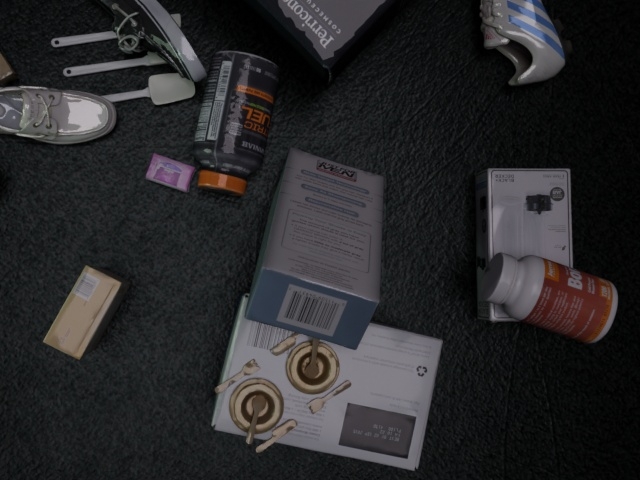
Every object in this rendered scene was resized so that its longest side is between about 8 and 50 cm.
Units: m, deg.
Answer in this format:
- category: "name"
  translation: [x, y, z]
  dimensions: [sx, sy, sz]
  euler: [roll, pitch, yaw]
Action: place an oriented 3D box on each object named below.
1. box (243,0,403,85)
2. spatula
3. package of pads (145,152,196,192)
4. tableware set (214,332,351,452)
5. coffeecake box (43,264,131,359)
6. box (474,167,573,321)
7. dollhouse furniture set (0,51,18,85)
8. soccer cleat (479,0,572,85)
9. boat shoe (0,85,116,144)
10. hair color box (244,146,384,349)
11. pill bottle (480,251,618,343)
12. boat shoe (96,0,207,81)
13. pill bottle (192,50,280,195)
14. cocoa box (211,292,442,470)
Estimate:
- category: "box"
  translation: [0.009, -0.610, 1.415]
  dimensions: [0.480, 0.297, 0.472]
  euler: [44, 95, -3]
- category: "spatula"
  translation: [-0.365, -0.324, 1.523]
  dimensions: [0.242, 0.019, 0.168]
  euler: [-11, 89, -8]
- category: "package of pads"
  translation: [-0.276, -0.124, 1.518]
  dimensions: [0.083, 0.032, 0.050]
  euler: [19, 84, -6]
- category: "tableware set"
  translation: [-0.056, 0.232, 1.295]
  dimensions: [0.194, 0.039, 0.128]
  euler: [-34, 92, -7]
- category: "coffeecake box"
  translation: [-0.395, 0.120, 1.413]
  dimensions: [0.068, 0.185, 0.142]
  euler: [28, 84, -6]
- category: "box"
  translation: [0.387, 0.010, 1.571]
  dimensions: [0.169, 0.087, 0.289]
  euler: [-1, 87, -8]
- category: "dollhouse furniture set"
  translation: [-0.633, -0.351, 1.417]
  dimensions: [0.101, 0.161, 0.181]
  euler: [-32, 91, -8]
- category: "soccer cleat"
  translation: [0.355, -0.452, 1.575]
  dimensions: [0.143, 0.116, 0.331]
  euler: [-28, 91, -8]
- category: "boat shoe"
  translation: [-0.507, -0.224, 1.456]
  dimensions: [0.277, 0.096, 0.098]
  euler: [0, 90, -6]
- category: "hair color box"
  translation: [0.000, 0.000, 1.387]
  dimensions: [0.186, 0.374, 0.113]
  euler: [17, 125, -6]
- category: "pill bottle"
  translation: [0.403, 0.097, 1.463]
  dimensions: [0.216, 0.121, 0.121]
  euler: [19, 85, -7]
- category: "boat shoe"
  translation: [-0.326, -0.385, 1.472]
  dimensions: [0.105, 0.113, 0.306]
  euler: [-39, 84, -5]
- category: "pill bottle"
  translation: [-0.157, -0.207, 1.489]
  dimensions: [0.131, 0.130, 0.245]
  euler: [11, 86, -7]
- category: "cocoa box"
  translation: [0.002, 0.237, 1.438]
  dimensions: [0.347, 0.228, 0.231]
  euler: [13, 86, -7]
